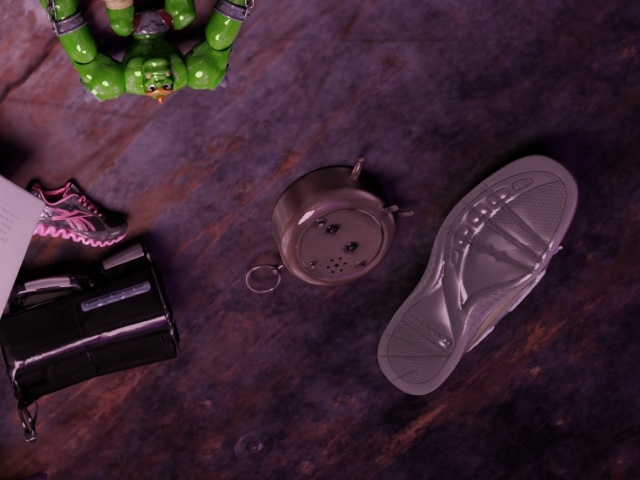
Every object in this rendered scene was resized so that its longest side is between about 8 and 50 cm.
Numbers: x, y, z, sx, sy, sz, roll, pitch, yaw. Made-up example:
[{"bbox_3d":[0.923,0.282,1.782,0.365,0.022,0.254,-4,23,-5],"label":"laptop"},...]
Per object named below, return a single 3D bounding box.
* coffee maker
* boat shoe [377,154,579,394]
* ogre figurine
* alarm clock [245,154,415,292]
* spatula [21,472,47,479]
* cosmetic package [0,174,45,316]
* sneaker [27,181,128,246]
[{"bbox_3d":[-0.238,0.104,1.784,0.178,0.120,0.171,-16,86,-5],"label":"coffee maker"},{"bbox_3d":[0.180,0.034,1.913,0.118,0.103,0.320,37,114,12],"label":"boat shoe"},{"bbox_3d":[-0.157,-0.194,1.628,0.197,0.097,0.118,-15,113,-26],"label":"ogre figurine"},{"bbox_3d":[0.000,0.000,1.849,0.192,0.064,0.129,-35,129,14],"label":"alarm clock"},{"bbox_3d":[-0.353,0.282,1.841,0.084,0.030,0.296,-20,175,0],"label":"spatula"},{"bbox_3d":[-0.413,0.015,1.603,0.224,0.225,0.138,34,155,-35],"label":"cosmetic package"},{"bbox_3d":[-0.250,-0.030,1.757,0.119,0.047,0.057,9,112,-25],"label":"sneaker"}]
